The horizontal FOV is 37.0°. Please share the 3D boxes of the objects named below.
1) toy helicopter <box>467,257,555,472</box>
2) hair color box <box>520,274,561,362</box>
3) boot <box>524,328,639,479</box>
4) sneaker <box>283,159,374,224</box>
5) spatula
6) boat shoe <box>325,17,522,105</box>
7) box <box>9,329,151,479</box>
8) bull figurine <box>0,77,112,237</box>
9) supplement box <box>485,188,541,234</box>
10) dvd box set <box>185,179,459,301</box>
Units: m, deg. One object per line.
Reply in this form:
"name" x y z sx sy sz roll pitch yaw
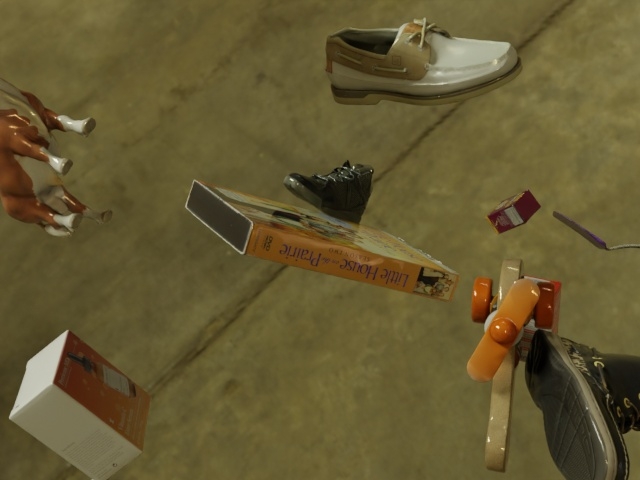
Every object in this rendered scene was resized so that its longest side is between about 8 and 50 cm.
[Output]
"toy helicopter" 0.308 0.200 1.580 0.140 0.235 0.355 5 74 13
"hair color box" 0.399 0.151 1.806 0.093 0.167 0.053 12 32 26
"boot" 0.497 0.276 1.514 0.284 0.138 0.377 10 19 -7
"sneaker" 0.023 -0.118 1.926 0.087 0.227 0.130 32 96 46
"spatula" 0.487 0.018 1.435 0.296 0.084 0.030 20 89 14
"boat shoe" 0.137 -0.263 1.387 0.302 0.103 0.113 -1 34 30
"box" -0.339 0.237 1.372 0.091 0.170 0.130 -37 26 17
"bull figurine" -0.398 -0.123 1.310 0.188 0.310 0.101 25 57 18
"supplement box" 0.348 -0.051 1.734 0.055 0.043 0.083 -41 7 -32
"dvd box set" 0.000 0.000 1.719 0.307 0.420 0.062 35 108 60
